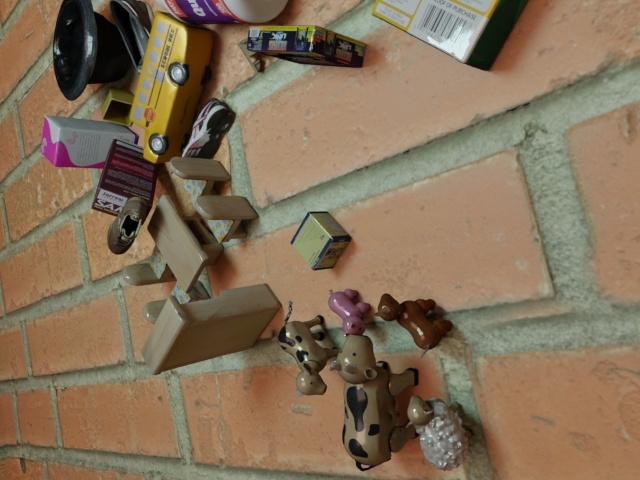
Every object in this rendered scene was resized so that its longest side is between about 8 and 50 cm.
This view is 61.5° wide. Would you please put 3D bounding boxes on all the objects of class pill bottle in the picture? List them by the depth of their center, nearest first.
[{"bbox_3d":[-0.223,-0.549,1.125,0.323,0.182,0.181,18,105,40],"label":"pill bottle"}]

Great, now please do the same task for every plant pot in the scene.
[{"bbox_3d":[-0.575,-0.390,1.532,0.081,0.082,0.083,-47,51,34],"label":"plant pot"}]

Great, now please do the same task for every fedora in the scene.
[{"bbox_3d":[-0.637,-0.541,1.519,0.334,0.153,0.333,4,96,49],"label":"fedora"}]

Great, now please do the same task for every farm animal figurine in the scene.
[{"bbox_3d":[0.064,0.238,0.933,0.330,0.172,0.326,-21,79,41],"label":"farm animal figurine"}]

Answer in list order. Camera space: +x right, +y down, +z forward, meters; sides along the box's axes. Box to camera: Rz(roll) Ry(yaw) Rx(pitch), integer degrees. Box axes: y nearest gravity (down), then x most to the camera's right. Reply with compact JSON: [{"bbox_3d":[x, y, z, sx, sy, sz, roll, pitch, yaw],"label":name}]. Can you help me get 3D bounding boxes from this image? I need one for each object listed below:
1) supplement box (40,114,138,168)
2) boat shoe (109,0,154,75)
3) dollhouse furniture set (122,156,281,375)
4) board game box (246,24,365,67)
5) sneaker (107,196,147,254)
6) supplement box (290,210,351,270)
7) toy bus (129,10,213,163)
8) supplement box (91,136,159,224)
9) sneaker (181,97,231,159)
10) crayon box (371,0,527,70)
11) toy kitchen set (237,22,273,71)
[{"bbox_3d":[-0.645,-0.271,1.506,0.114,0.220,0.111,35,115,35],"label":"supplement box"},{"bbox_3d":[-0.467,-0.499,1.409,0.112,0.096,0.335,-39,68,37],"label":"boat shoe"},{"bbox_3d":[-0.317,0.069,1.210,0.394,0.257,0.362,51,124,27],"label":"dollhouse furniture set"},{"bbox_3d":[-0.028,-0.356,0.989,0.170,0.141,0.048,19,105,40],"label":"board game box"},{"bbox_3d":[-0.470,-0.020,1.282,0.188,0.066,0.071,-55,27,34],"label":"sneaker"},{"bbox_3d":[0.000,0.000,1.050,0.083,0.056,0.083,48,123,29],"label":"supplement box"},{"bbox_3d":[-0.362,-0.357,1.290,0.130,0.108,0.332,30,115,12],"label":"toy bus"},{"bbox_3d":[-0.489,-0.155,1.369,0.073,0.130,0.239,-54,28,31],"label":"supplement box"},{"bbox_3d":[-0.274,-0.262,1.284,0.178,0.072,0.077,-45,52,26],"label":"sneaker"},{"bbox_3d":[0.234,-0.444,0.784,0.203,0.083,0.322,43,121,31],"label":"crayon box"},{"bbox_3d":[-0.127,-0.413,1.157,0.068,0.075,0.083,57,177,-23],"label":"toy kitchen set"}]
